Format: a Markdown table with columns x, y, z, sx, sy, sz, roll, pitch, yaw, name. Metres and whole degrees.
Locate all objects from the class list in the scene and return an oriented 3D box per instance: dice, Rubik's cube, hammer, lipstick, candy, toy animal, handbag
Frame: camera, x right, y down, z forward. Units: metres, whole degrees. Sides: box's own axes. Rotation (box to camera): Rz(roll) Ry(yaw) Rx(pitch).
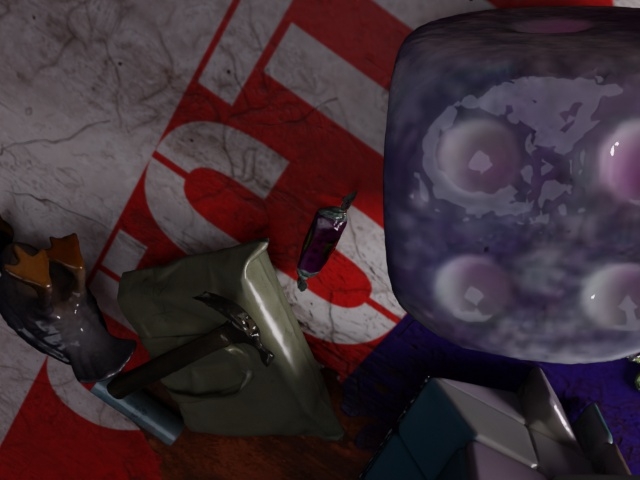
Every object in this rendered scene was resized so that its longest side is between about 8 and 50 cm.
| x | y | z | sx | sy | sz | roll | pitch | yaw | name |
| --- | --- | --- | --- | --- | --- | --- | --- | --- | --- |
| 0.209 | -0.066 | 0.618 | 0.270 | 0.270 | 0.271 | 3 | 118 | 14 | dice |
| 0.230 | 0.364 | 0.801 | 0.368 | 0.358 | 0.387 | 28 | 110 | -2 | Rubik's cube |
| -0.194 | 0.160 | 0.876 | 0.297 | 0.027 | 0.125 | -30 | 99 | 34 | hammer |
| -0.295 | 0.271 | 1.060 | 0.158 | 0.048 | 0.048 | 37 | 120 | -6 | lipstick |
| 0.000 | 0.000 | 0.839 | 0.043 | 0.045 | 0.175 | 21 | 122 | -9 | candy |
| -0.384 | 0.078 | 0.924 | 0.298 | 0.122 | 0.185 | 50 | 137 | 0 | toy animal |
| -0.125 | 0.155 | 0.921 | 0.253 | 0.109 | 0.315 | -11 | 114 | 25 | handbag |

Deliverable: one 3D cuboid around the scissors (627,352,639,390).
| x | y | z | sx | sy | sz | roll | pitch | yaw | name |
| --- | --- | --- | --- | --- | --- | --- | --- | --- | --- |
| 0.387 | 0.135 | 0.820 | 0.187 | 0.020 | 0.133 | 17 | 124 | 5 | scissors |
